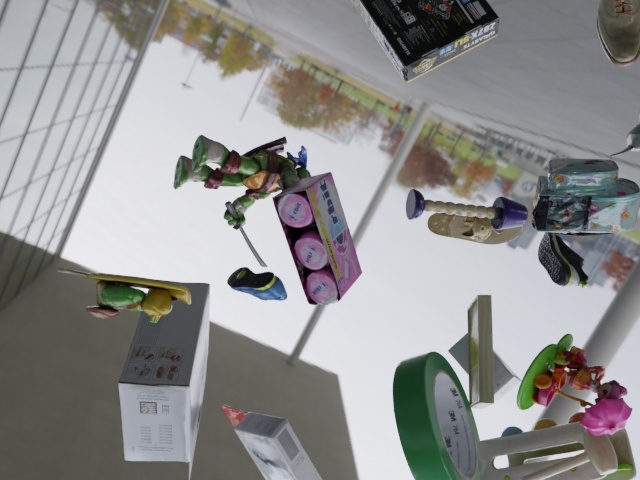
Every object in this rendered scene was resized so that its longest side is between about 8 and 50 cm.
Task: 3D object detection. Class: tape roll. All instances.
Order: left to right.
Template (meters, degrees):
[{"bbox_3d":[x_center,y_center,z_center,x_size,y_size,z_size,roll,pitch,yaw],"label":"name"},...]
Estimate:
[{"bbox_3d":[0.259,0.405,1.463,0.321,0.077,0.321,48,-149,-42],"label":"tape roll"}]

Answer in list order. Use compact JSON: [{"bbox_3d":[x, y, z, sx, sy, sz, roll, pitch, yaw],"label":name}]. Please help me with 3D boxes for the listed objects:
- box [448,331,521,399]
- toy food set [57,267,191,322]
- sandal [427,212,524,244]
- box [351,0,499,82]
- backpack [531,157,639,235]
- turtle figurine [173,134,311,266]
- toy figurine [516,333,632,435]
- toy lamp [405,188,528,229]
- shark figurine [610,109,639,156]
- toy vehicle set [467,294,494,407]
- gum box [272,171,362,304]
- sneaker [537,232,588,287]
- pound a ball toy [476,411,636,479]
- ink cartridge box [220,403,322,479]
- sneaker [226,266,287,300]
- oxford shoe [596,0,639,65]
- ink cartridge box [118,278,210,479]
[{"bbox_3d":[0.450,0.342,1.853,0.170,0.091,0.130,51,-170,27],"label":"box"},{"bbox_3d":[-0.308,0.095,1.081,0.217,0.071,0.128,4,170,30],"label":"toy food set"},{"bbox_3d":[0.376,-0.029,1.674,0.240,0.088,0.079,4,-167,25],"label":"sandal"},{"bbox_3d":[0.244,-0.580,1.666,0.322,0.257,0.079,61,177,21],"label":"box"},{"bbox_3d":[0.513,-0.083,1.296,0.188,0.144,0.166,10,-160,14],"label":"backpack"},{"bbox_3d":[-0.135,-0.078,1.286,0.266,0.275,0.198,15,-173,-30],"label":"turtle figurine"},{"bbox_3d":[0.448,0.255,1.140,0.173,0.130,0.159,-37,-134,-29],"label":"toy figurine"},{"bbox_3d":[0.335,-0.068,1.535,0.274,0.080,0.080,3,-162,-11],"label":"toy lamp"},{"bbox_3d":[0.752,-0.250,1.488,0.166,0.116,0.278,-13,-172,-19],"label":"shark figurine"},{"bbox_3d":[0.406,0.286,1.720,0.035,0.267,0.166,2,163,4],"label":"toy vehicle set"},{"bbox_3d":[0.000,0.000,1.056,0.062,0.188,0.107,-12,-165,25],"label":"gum box"},{"bbox_3d":[0.674,0.059,1.870,0.097,0.084,0.235,11,-144,-6],"label":"sneaker"},{"bbox_3d":[0.448,0.406,1.313,0.208,0.319,0.136,19,-124,-38],"label":"pound a ball toy"},{"bbox_3d":[-0.122,0.544,1.648,0.261,0.296,0.066,-3,-149,45],"label":"ink cartridge box"},{"bbox_3d":[-0.161,0.119,1.707,0.209,0.069,0.082,5,141,51],"label":"sneaker"},{"bbox_3d":[0.847,-0.673,1.923,0.123,0.348,0.130,-7,171,21],"label":"oxford shoe"},{"bbox_3d":[-0.304,0.279,1.360,0.130,0.272,0.309,4,-148,-4],"label":"ink cartridge box"}]
